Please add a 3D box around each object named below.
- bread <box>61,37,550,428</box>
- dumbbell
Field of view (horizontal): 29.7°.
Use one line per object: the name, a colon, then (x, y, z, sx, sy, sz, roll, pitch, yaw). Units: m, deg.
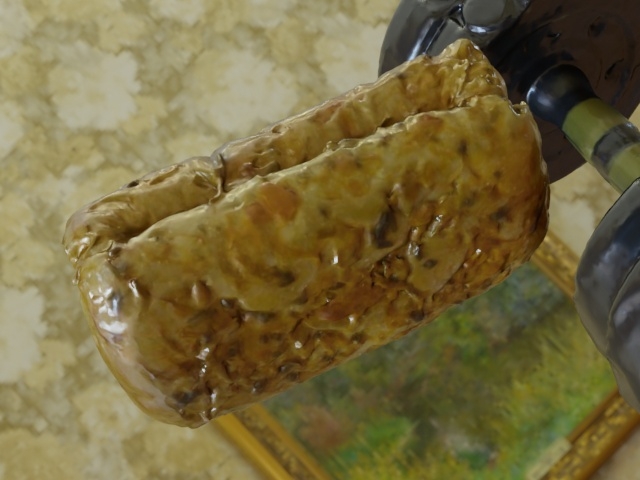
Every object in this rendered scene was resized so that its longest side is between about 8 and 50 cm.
bread: (0.000, 0.000, 0.526, 0.211, 0.083, 0.114, -27, -44, -9)
dumbbell: (0.176, -0.049, 0.699, 0.185, 0.388, 0.185, -20, -42, -19)
